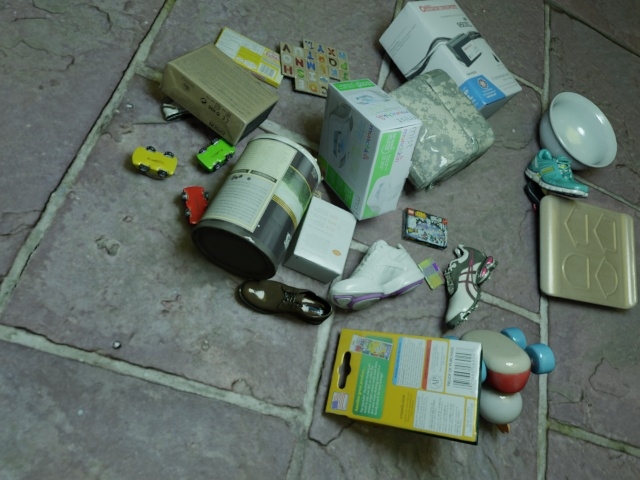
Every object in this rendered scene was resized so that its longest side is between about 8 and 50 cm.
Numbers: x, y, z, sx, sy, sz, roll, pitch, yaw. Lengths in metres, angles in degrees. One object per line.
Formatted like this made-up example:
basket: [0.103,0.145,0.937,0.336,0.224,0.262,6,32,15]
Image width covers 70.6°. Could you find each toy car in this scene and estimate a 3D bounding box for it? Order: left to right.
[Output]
toy car: [-0.300,-0.169,1.101,0.239,0.053,0.225,46,60,-1]
toy car: [0.436,0.366,1.145,0.219,0.210,0.238,-5,101,-10]

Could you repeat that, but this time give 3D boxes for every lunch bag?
lunch bag: [0.296,-0.312,1.306,0.256,0.212,0.305,-30,82,-29]

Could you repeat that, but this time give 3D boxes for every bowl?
bowl: [0.884,-0.365,1.610,0.298,0.134,0.298,8,68,-20]

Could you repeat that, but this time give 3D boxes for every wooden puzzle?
wooden puzzle: [0.842,0.041,1.448,0.348,0.080,0.322,10,76,-15]

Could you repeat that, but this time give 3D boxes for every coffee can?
coffee can: [-0.140,-0.078,1.040,0.201,0.201,0.275,29,61,-9]

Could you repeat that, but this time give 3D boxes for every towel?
towel: [0.313,0.093,1.271,0.060,0.009,0.083,-26,81,-27]

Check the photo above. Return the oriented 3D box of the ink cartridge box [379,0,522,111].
ink cartridge box: [0.419,-0.568,1.460,0.285,0.166,0.395,-29,82,-40]

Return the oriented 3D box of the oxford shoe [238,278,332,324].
oxford shoe: [-0.076,0.132,1.051,0.227,0.096,0.083,15,67,-14]

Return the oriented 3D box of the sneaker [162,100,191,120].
sneaker: [-0.350,-0.343,1.156,0.109,0.040,0.044,-24,78,-28]

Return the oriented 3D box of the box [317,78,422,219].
box: [0.111,-0.227,1.130,0.126,0.262,0.231,-16,50,-25]

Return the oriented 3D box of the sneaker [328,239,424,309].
sneaker: [0.125,0.083,1.140,0.305,0.114,0.152,-10,69,-41]

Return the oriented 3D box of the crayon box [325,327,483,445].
crayon box: [0.191,0.320,1.023,0.323,0.083,0.203,2,63,23]

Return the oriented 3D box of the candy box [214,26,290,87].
candy box: [-0.197,-0.524,1.296,0.206,0.027,0.105,24,60,-12]

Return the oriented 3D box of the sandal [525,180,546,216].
sandal: [0.736,-0.114,1.506,0.067,0.040,0.179,-20,76,-26]

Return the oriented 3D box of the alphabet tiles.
alphabet tiles: [-0.011,-0.521,1.365,0.237,0.009,0.198,6,68,-28]

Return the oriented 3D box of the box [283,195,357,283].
box: [0.000,0.000,1.134,0.130,0.091,0.170,25,62,-13]

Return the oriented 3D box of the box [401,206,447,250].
box: [0.301,-0.033,1.305,0.137,0.027,0.094,14,64,-16]

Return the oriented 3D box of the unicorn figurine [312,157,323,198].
unicorn figurine: [-0.044,-0.183,1.192,0.060,0.111,0.162,0,84,-33]

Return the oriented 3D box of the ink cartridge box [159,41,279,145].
ink cartridge box: [-0.251,-0.376,1.153,0.234,0.088,0.193,38,41,-4]

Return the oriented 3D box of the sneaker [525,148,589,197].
sneaker: [0.749,-0.214,1.437,0.107,0.110,0.275,13,26,-15]

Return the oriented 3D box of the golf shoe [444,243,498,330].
golf shoe: [0.384,0.127,1.247,0.120,0.105,0.273,34,53,7]
